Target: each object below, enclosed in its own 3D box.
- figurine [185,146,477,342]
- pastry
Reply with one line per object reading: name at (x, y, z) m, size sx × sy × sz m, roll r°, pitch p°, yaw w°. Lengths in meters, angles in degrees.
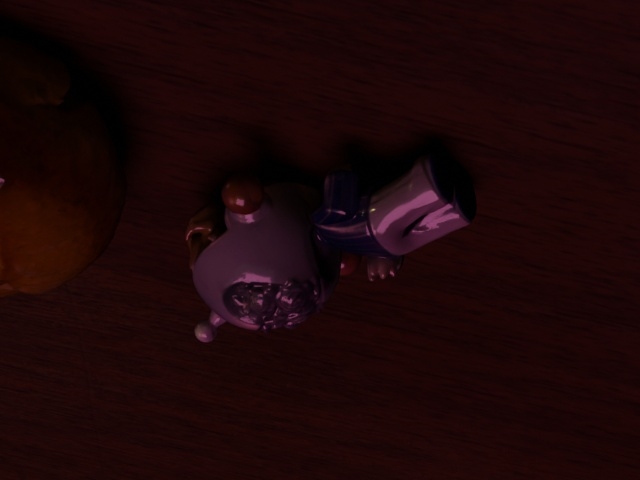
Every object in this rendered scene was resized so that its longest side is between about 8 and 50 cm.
figurine at (0.008, 0.003, 1.587) m, size 0.274 × 0.133 × 0.194 m, roll -8°, pitch 155°, yaw 7°
pastry at (-0.346, -0.070, 1.562) m, size 0.356 × 0.164 × 0.356 m, roll 10°, pitch 152°, yaw 5°
